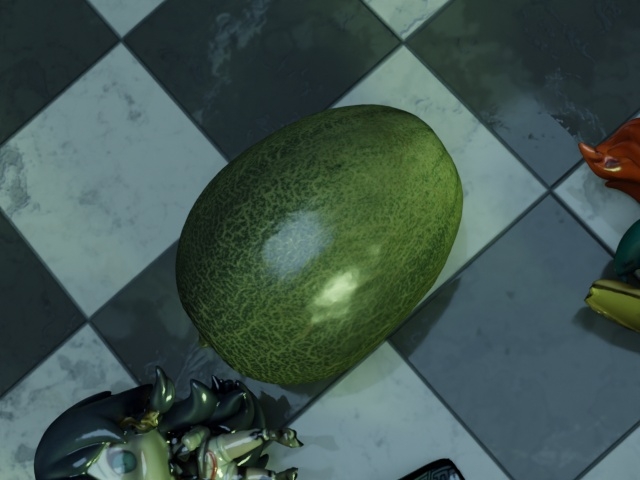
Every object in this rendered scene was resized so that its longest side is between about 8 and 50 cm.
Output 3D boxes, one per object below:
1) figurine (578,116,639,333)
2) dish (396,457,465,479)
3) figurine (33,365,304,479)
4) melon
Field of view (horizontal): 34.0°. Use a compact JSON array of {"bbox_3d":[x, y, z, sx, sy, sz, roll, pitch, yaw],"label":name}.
[{"bbox_3d":[0.374,-0.035,1.071,0.208,0.181,0.257,11,72,56],"label":"figurine"},{"bbox_3d":[0.122,0.363,1.058,0.080,0.182,0.243,-46,69,37],"label":"dish"},{"bbox_3d":[-0.162,0.230,1.094,0.265,0.197,0.175,0,76,-11],"label":"figurine"},{"bbox_3d":[0.000,0.000,1.088,0.329,0.248,0.248,-42,75,-9],"label":"melon"}]
